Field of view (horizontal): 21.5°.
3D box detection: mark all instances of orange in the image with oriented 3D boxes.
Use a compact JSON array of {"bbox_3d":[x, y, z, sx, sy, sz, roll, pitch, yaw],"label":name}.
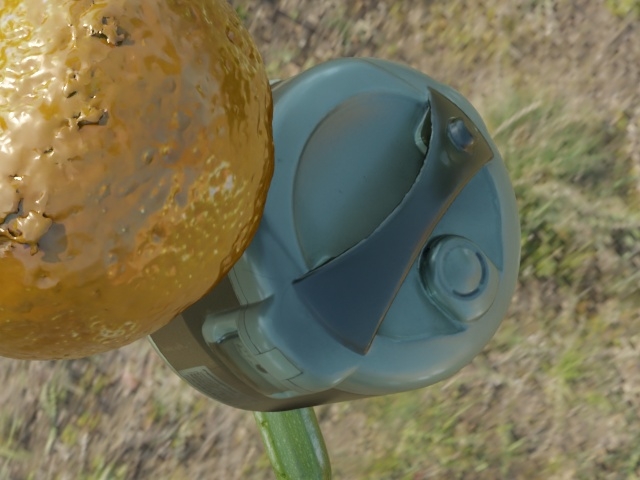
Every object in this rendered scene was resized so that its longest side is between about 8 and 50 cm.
[{"bbox_3d":[-0.193,-0.072,1.287,0.293,0.340,0.341,30,57,-51],"label":"orange"}]

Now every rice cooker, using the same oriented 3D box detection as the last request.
[{"bbox_3d":[0.000,0.000,1.600,0.335,0.325,0.335,7,78,-32],"label":"rice cooker"}]

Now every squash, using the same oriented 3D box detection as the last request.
[{"bbox_3d":[-0.044,0.174,1.840,0.069,0.069,0.239,-19,94,-21],"label":"squash"}]
